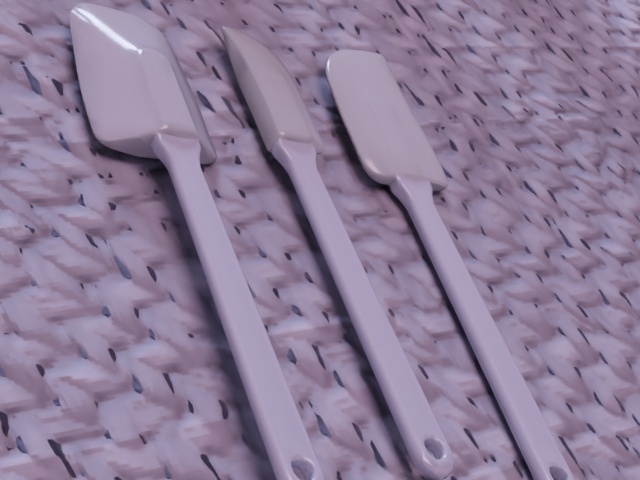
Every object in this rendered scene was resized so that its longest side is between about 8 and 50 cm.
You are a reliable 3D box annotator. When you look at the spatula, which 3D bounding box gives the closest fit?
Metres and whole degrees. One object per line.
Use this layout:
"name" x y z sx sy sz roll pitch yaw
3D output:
"spatula" 0.000 0.000 0.537 0.168 0.019 0.242 8 47 -38
